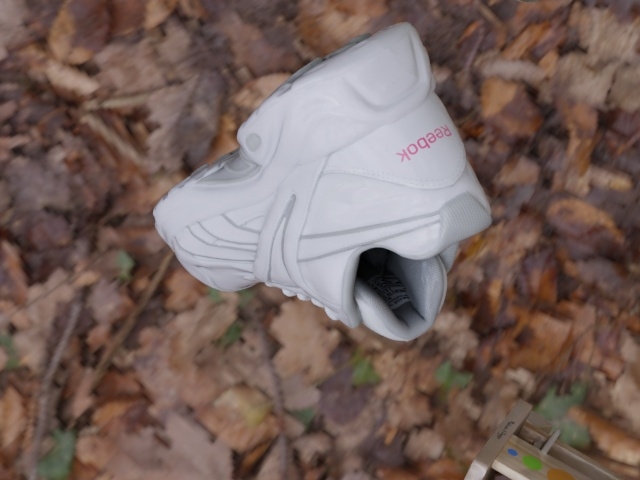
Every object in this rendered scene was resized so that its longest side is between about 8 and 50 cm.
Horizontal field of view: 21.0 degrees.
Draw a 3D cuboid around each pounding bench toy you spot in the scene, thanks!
[{"bbox_3d":[0.087,0.096,0.619,0.065,0.083,0.052,28,118,13],"label":"pounding bench toy"}]

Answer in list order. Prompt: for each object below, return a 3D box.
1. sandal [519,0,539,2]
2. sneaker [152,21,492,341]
[{"bbox_3d":[0.225,-0.351,1.673,0.088,0.079,0.240,18,103,-24],"label":"sandal"},{"bbox_3d":[0.000,0.000,0.753,0.115,0.090,0.232,59,157,4],"label":"sneaker"}]
